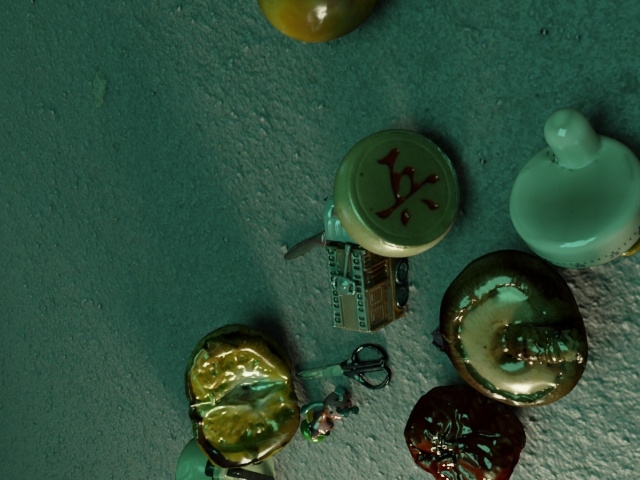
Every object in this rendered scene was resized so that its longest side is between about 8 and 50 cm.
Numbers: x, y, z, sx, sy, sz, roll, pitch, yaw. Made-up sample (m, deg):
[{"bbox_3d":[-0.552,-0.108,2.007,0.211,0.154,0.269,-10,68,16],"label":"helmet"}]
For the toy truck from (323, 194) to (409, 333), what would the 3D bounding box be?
[{"bbox_3d":[0.087,0.036,1.719,0.136,0.162,0.306,7,111,34],"label":"toy truck"}]

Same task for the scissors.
[{"bbox_3d":[0.044,0.309,1.949,0.299,0.022,0.109,-14,93,41],"label":"scissors"}]

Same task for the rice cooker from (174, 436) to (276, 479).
[{"bbox_3d":[-0.244,0.623,2.162,0.244,0.226,0.226,-9,100,36],"label":"rice cooker"}]

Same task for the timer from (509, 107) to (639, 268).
[{"bbox_3d":[0.428,-0.079,1.367,0.233,0.240,0.234,-19,53,27],"label":"timer"}]

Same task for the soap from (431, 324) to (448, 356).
[{"bbox_3d":[0.351,0.161,1.603,0.162,0.099,0.250,47,129,14],"label":"soap"}]

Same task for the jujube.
[{"bbox_3d":[0.297,0.400,1.675,0.232,0.213,0.213,25,120,24],"label":"jujube"}]

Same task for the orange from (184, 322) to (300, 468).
[{"bbox_3d":[-0.198,0.371,2.029,0.210,0.270,0.369,-135,35,-76],"label":"orange"}]

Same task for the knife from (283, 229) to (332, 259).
[{"bbox_3d":[0.000,0.000,1.874,0.247,0.018,0.036,-27,86,40],"label":"knife"}]

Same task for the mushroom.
[{"bbox_3d":[0.349,0.156,1.444,0.278,0.163,0.297,1,117,41],"label":"mushroom"}]

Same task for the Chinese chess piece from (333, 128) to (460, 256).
[{"bbox_3d":[0.146,-0.091,1.582,0.250,0.249,0.103,63,162,2],"label":"Chinese chess piece"}]

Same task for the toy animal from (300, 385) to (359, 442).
[{"bbox_3d":[0.013,0.413,1.958,0.103,0.100,0.208,25,144,-16],"label":"toy animal"}]

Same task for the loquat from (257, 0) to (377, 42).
[{"bbox_3d":[-0.006,-0.512,1.561,0.263,0.263,0.263,14,114,34],"label":"loquat"}]
